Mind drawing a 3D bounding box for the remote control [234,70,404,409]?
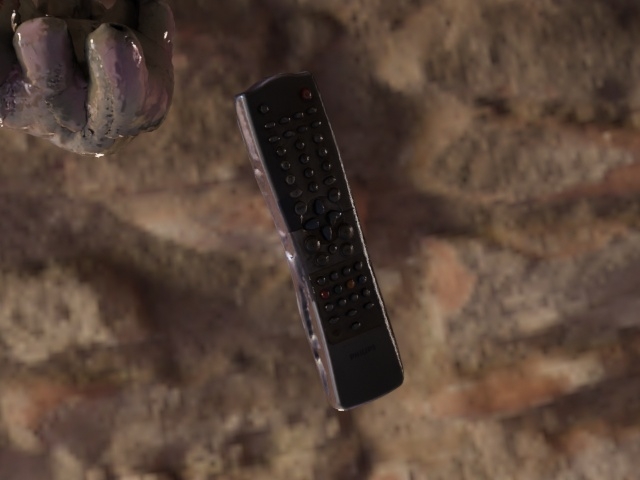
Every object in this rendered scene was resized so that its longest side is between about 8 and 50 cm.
[{"bbox_3d":[0.000,0.000,1.161,0.059,0.212,0.028,-20,8,-24],"label":"remote control"}]

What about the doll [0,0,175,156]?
[{"bbox_3d":[-0.174,-0.109,1.054,0.192,0.149,0.095,16,-69,-6],"label":"doll"}]
